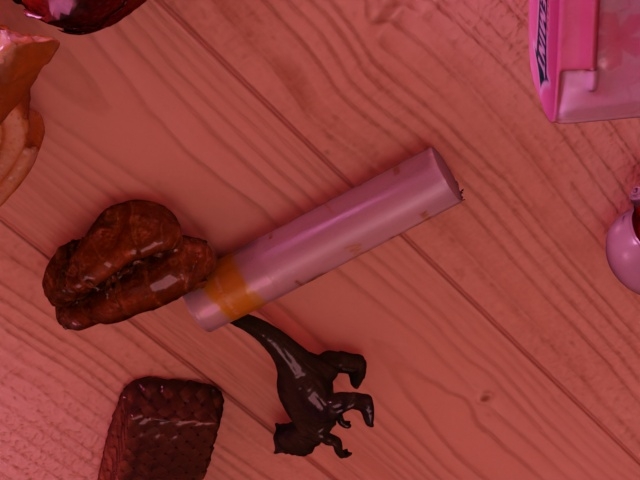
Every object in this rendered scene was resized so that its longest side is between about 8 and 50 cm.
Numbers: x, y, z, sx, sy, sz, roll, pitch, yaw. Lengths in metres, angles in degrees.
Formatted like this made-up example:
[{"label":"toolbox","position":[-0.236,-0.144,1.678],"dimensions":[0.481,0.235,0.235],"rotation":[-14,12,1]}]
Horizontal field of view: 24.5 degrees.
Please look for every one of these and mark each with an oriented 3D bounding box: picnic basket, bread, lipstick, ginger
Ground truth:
[{"label":"picnic basket","position":[-0.161,0.223,1.472],"dimensions":[0.110,0.055,0.193],"rotation":[8,125,-13]},{"label":"bread","position":[-0.290,-0.087,1.204],"dimensions":[0.122,0.073,0.149],"rotation":[23,124,-30]},{"label":"lipstick","position":[0.000,0.000,1.314],"dimensions":[0.264,0.059,0.059],"rotation":[-28,126,13]},{"label":"ginger","position":[-0.181,0.027,1.301],"dimensions":[0.162,0.073,0.103],"rotation":[-27,126,14]}]

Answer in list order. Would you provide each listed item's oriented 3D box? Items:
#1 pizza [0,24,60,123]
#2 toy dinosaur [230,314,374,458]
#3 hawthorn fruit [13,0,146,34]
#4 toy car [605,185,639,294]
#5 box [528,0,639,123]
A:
[{"label":"pizza","position":[-0.347,-0.115,1.115],"dimensions":[0.365,0.182,0.074],"rotation":[-22,160,26]},{"label":"toy dinosaur","position":[-0.044,0.156,1.414],"dimensions":[0.178,0.087,0.187],"rotation":[4,126,-12]},{"label":"hawthorn fruit","position":[-0.166,-0.233,1.072],"dimensions":[0.172,0.148,0.148],"rotation":[-35,129,-14]},{"label":"toy car","position":[0.312,0.000,1.338],"dimensions":[0.112,0.112,0.139],"rotation":[-24,119,31]},{"label":"box","position":[0.342,-0.197,1.074],"dimensions":[0.369,0.112,0.190],"rotation":[-5,129,-3]}]
